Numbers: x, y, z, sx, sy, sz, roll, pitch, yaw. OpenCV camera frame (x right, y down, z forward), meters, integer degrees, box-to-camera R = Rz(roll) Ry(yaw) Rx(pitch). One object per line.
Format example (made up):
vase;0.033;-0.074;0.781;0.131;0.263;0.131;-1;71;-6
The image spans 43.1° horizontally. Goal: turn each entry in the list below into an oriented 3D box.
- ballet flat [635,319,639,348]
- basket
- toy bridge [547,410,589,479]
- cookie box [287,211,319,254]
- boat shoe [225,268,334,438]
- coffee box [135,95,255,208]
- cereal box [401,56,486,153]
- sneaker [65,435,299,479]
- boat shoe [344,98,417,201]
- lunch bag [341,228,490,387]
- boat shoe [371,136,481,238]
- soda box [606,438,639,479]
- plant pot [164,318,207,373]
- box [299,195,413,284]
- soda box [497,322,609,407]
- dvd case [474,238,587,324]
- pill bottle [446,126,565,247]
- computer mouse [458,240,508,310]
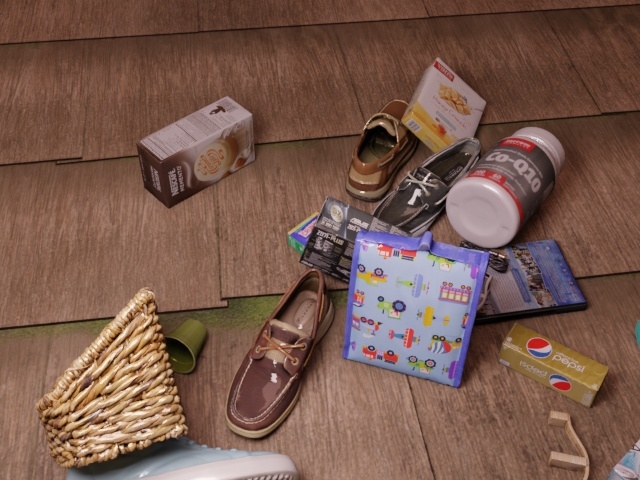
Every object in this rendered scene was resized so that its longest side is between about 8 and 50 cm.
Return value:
ballet flat;0.638;0.224;1.458;0.074;0.074;0.203;-6;40;-7
basket;-0.338;0.204;1.260;0.213;0.299;0.223;-15;91;-12
toy bridge;0.410;0.366;1.339;0.063;0.026;0.188;10;47;6
cookie box;0.000;0.000;1.676;0.107;0.040;0.092;34;56;29
boat shoe;-0.070;0.186;1.438;0.123;0.123;0.342;20;49;17
coffee box;-0.271;-0.197;1.794;0.246;0.141;0.098;-33;55;-27
cereal box;0.294;-0.303;1.906;0.173;0.047;0.240;39;48;-15
sneaker;-0.221;0.350;1.273;0.366;0.135;0.150;-5;50;-7
boat shoe;0.149;-0.227;1.840;0.122;0.120;0.324;13;48;12
lunch bag;0.163;0.099;1.408;0.221;0.293;0.138;13;48;11
boat shoe;0.218;-0.113;1.724;0.121;0.119;0.335;34;62;26
soda box;0.549;0.353;1.332;0.183;0.058;0.063;-33;55;-29
plant pot;-0.246;0.186;1.477;0.083;0.083;0.079;17;35;15
box;0.066;0.015;1.555;0.180;0.147;0.077;24;57;1
soda box;0.416;0.223;1.455;0.181;0.058;0.061;26;51;22
dvd case;0.380;0.081;1.616;0.253;0.022;0.180;-7;47;-7
pill bottle;0.398;-0.121;1.706;0.161;0.161;0.283;27;46;23
computer mouse;0.295;0.080;1.574;0.106;0.042;0.193;22;45;13
